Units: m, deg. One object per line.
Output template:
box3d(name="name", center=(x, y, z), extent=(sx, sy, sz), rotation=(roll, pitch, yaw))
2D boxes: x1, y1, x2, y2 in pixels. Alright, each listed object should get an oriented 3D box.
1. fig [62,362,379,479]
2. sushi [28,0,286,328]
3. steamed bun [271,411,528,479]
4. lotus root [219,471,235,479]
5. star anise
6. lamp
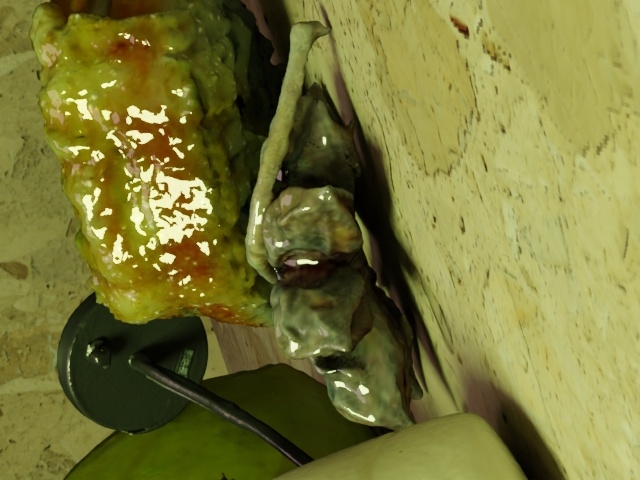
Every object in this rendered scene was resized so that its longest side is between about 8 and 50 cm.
box3d(name="fig", center=(-0.064, 0.260, 1.379), extent=(0.343, 0.343, 0.343), rotation=(161, 90, -82))
box3d(name="sushi", center=(-0.093, -0.050, 1.218), extent=(0.184, 0.139, 0.274), rotation=(-49, -50, -70))
box3d(name="steamed bun", center=(0.064, 0.206, 0.901), extent=(0.164, 0.146, 0.242), rotation=(70, 177, -72))
box3d(name="lotus root", center=(-0.041, 0.244, 1.062), extent=(0.278, 0.154, 0.154), rotation=(-98, -4, -53))
box3d(name="star anise", center=(0.000, 0.000, 1.097), extent=(0.230, 0.081, 0.262), rotation=(-83, -23, -63))
box3d(name="lamp", center=(-0.011, 0.131, 1.206), extent=(0.371, 0.108, 0.130), rotation=(19, 102, 35))
